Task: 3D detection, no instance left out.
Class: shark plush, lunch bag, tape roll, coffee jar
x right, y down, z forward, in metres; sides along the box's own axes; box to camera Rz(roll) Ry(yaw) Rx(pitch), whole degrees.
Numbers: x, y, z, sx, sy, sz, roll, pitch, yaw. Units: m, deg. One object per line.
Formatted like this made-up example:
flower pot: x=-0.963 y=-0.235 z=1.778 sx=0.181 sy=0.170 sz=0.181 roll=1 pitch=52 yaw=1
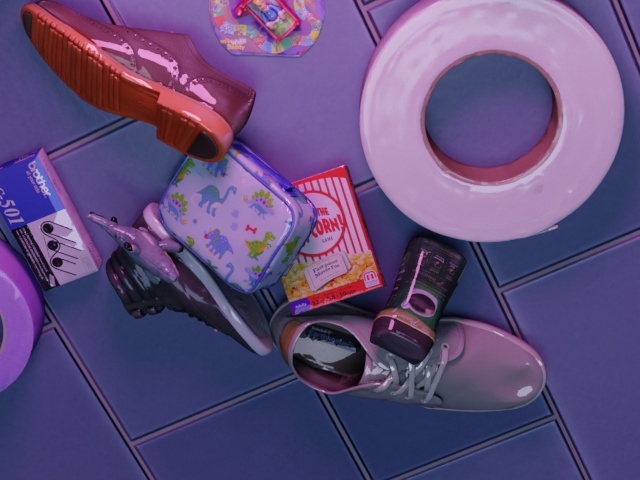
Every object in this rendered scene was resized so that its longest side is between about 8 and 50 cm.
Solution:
shark plush: x=-0.270 y=0.002 z=1.940 sx=0.073 sy=0.067 sz=0.161 roll=-42 pitch=94 yaw=13
lunch bag: x=-0.120 y=-0.042 z=1.943 sx=0.219 sy=0.090 sz=0.176 roll=40 pitch=112 yaw=20
tape roll: x=-0.579 y=0.117 z=2.068 sx=0.275 sy=0.090 sz=0.274 roll=1 pitch=113 yaw=2
tape roll: x=0.249 y=-0.185 z=1.927 sx=0.392 sy=0.072 sz=0.392 roll=0 pitch=113 yaw=1
coffee jar: x=0.147 y=0.092 z=1.989 sx=0.096 sy=0.079 sz=0.184 roll=28 pitch=66 yaw=-6

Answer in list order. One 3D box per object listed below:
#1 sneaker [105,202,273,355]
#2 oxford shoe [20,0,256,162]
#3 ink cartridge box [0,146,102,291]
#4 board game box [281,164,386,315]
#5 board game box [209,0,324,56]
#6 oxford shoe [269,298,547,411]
sneaker: x=-0.210 y=0.092 z=2.042 sx=0.147 sy=0.104 sz=0.296 roll=-40 pitch=98 yaw=18
oxford shoe: x=-0.265 y=-0.254 z=1.904 sx=0.364 sy=0.132 sz=0.130 roll=33 pitch=152 yaw=1
ink cartridge box: x=-0.428 y=-0.031 z=2.024 sx=0.097 sy=0.046 sz=0.207 roll=-21 pitch=110 yaw=9
board game box: x=0.000 y=0.000 z=1.986 sx=0.147 sy=0.045 sz=0.193 roll=-19 pitch=86 yaw=9
board game box: x=-0.079 y=-0.328 z=1.897 sx=0.169 sy=0.033 sz=0.133 roll=3 pitch=113 yaw=1
oxford shoe: x=0.137 y=0.196 z=2.060 sx=0.449 sy=0.130 sz=0.169 roll=13 pitch=111 yaw=-5
